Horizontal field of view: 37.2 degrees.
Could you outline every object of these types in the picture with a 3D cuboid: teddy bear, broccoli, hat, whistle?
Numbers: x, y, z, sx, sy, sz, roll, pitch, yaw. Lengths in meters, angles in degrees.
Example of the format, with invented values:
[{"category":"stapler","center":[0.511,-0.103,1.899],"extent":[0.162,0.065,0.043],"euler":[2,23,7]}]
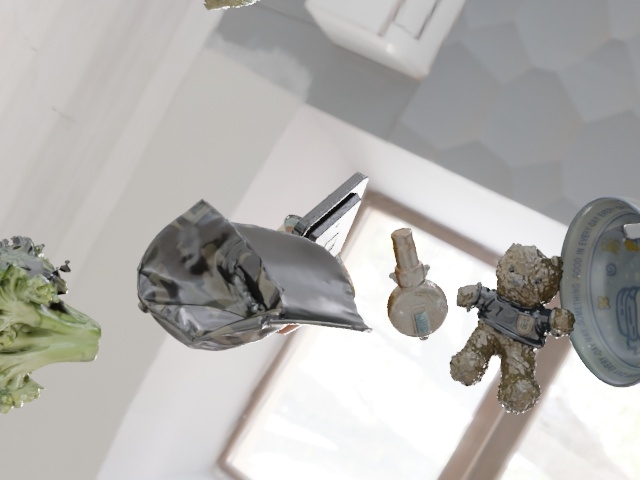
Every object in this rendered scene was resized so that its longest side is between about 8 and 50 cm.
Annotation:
[{"category":"teddy bear","center":[0.283,0.128,1.439],"extent":[0.129,0.182,0.251],"euler":[68,-135,-74]},{"category":"broccoli","center":[-0.562,0.161,1.816],"extent":[0.281,0.348,0.293],"euler":[12,-42,-22]},{"category":"hat","center":[-0.113,0.117,1.732],"extent":[0.257,0.366,0.381],"euler":[-42,-52,16]},{"category":"whistle","center":[0.158,0.081,1.612],"extent":[0.057,0.107,0.220],"euler":[-97,-5,-66]}]

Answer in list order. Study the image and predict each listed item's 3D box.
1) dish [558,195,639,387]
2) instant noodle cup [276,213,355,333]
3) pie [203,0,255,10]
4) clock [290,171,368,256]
[{"category":"dish","center":[0.469,0.068,1.368],"extent":[0.134,0.273,0.273],"euler":[-4,-53,-18]},{"category":"instant noodle cup","center":[-0.077,0.107,2.560],"extent":[0.214,0.296,0.296],"euler":[-38,-21,18]},{"category":"pie","center":[-0.249,-0.532,1.642],"extent":[0.078,0.371,0.296],"euler":[-67,15,-19]},{"category":"clock","center":[0.001,0.000,2.150],"extent":[0.279,0.049,0.273],"euler":[-42,-19,-41]}]
